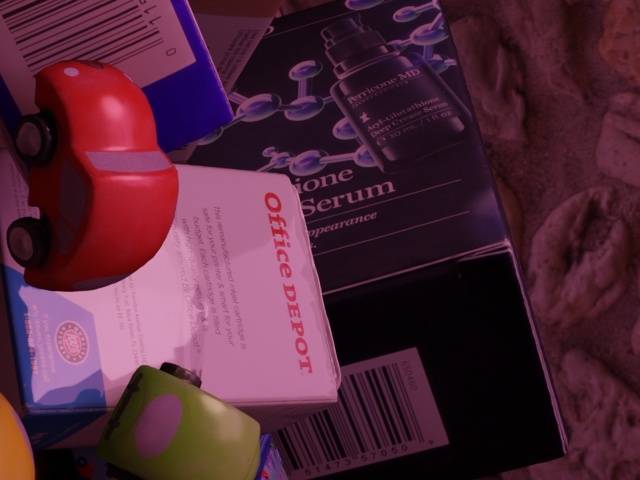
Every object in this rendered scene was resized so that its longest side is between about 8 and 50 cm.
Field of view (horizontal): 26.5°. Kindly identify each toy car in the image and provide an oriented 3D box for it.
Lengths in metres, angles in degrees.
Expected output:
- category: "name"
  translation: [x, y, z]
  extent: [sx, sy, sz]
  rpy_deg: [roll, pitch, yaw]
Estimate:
- category: "toy car"
  translation: [-0.085, 0.070, 0.597]
  extent: [0.225, 0.053, 0.239]
  rpy_deg: [43, 67, -48]

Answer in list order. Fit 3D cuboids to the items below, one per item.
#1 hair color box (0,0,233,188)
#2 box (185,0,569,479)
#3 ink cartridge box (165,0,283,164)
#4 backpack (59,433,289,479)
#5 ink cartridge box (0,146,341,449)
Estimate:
- category: "hair color box"
  translation: [-0.161, -0.183, 0.702]
  extent: [0.339, 0.110, 0.185]
  rpy_deg: [-120, -173, -56]
- category: "box"
  translation: [0.000, 0.000, 1.075]
  extent: [0.395, 0.293, 0.212]
  rpy_deg: [-97, 168, -53]
- category: "ink cartridge box"
  translation: [-0.117, -0.180, 0.941]
  extent: [0.235, 0.088, 0.193]
  rpy_deg: [-49, -133, 52]
- category: "backpack"
  translation: [-0.086, 0.144, 0.823]
  extent: [0.158, 0.116, 0.173]
  rpy_deg: [-41, 112, -83]
- category: "ink cartridge box"
  translation: [-0.097, 0.034, 0.724]
  extent: [0.190, 0.082, 0.140]
  rpy_deg: [4, 64, -40]
